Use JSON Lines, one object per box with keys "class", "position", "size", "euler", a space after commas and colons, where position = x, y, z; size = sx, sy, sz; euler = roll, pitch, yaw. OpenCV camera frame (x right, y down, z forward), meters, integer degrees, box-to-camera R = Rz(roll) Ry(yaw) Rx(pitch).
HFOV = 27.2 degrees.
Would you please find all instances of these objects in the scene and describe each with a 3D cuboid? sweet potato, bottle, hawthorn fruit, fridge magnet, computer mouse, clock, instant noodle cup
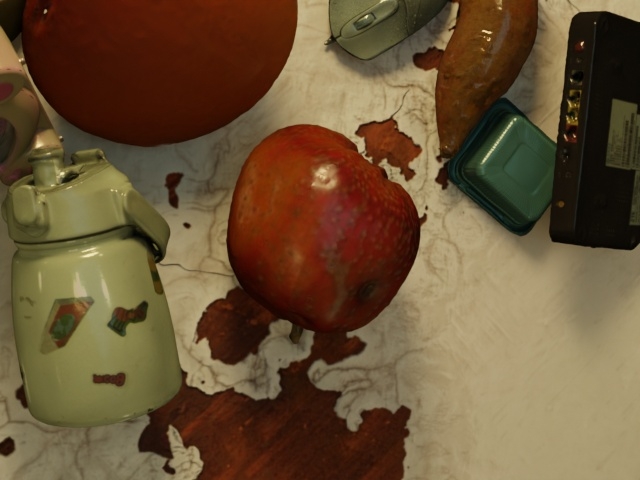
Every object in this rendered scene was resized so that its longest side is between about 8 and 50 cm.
{"class": "sweet potato", "position": [0.246, -0.279, 1.955], "size": [0.131, 0.131, 0.337], "euler": [13, 89, -19]}
{"class": "bottle", "position": [-0.306, 0.044, 1.727], "size": [0.229, 0.229, 0.352], "euler": [-13, 102, -18]}
{"class": "hawthorn fruit", "position": [0.000, 0.000, 1.818], "size": [0.275, 0.275, 0.300], "euler": [14, 98, -19]}
{"class": "fridge magnet", "position": [-0.208, -0.281, 1.729], "size": [0.363, 0.155, 0.363], "euler": [-12, 134, -13]}
{"class": "computer mouse", "position": [0.103, -0.348, 1.930], "size": [0.229, 0.068, 0.113], "euler": [-36, 102, -14]}
{"class": "clock", "position": [-0.492, -0.125, 1.639], "size": [0.309, 0.284, 0.114], "euler": [-28, 70, -8]}
{"class": "instant noodle cup", "position": [0.300, -0.110, 2.012], "size": [0.179, 0.070, 0.157], "euler": [39, 82, -18]}

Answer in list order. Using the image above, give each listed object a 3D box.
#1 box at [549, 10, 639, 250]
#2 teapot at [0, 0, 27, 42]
{"class": "box", "position": [0.436, -0.163, 2.014], "size": [0.211, 0.058, 0.350], "euler": [3, 94, -49]}
{"class": "teapot", "position": [-0.476, -0.301, 1.684], "size": [0.267, 0.175, 0.185], "euler": [-17, 61, -27]}
